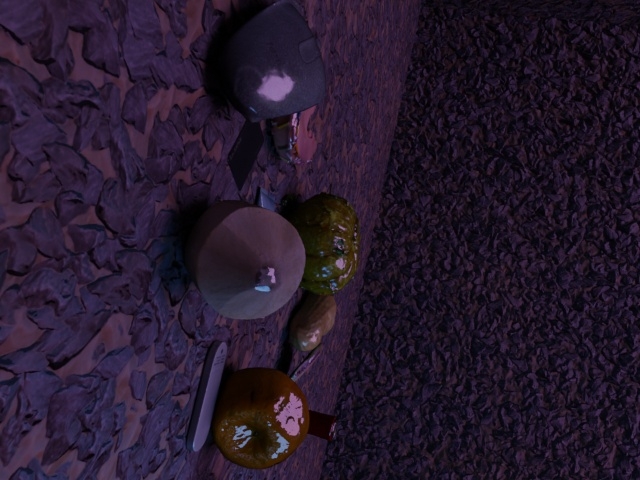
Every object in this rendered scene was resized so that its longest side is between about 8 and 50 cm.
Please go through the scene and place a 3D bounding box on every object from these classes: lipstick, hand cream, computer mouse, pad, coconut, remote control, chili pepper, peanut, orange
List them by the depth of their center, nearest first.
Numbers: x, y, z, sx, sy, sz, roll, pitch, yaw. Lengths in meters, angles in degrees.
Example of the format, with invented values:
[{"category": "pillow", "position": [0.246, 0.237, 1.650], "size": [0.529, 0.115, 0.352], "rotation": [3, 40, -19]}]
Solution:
[{"category": "coconut", "position": [-0.132, 0.033, 0.860], "size": [0.222, 0.202, 0.201], "rotation": [30, -65, 57]}, {"category": "computer mouse", "position": [-0.062, -0.351, 0.944], "size": [0.203, 0.114, 0.373], "rotation": [62, 34, -23]}, {"category": "pad", "position": [-0.158, -0.197, 1.046], "size": [0.112, 0.003, 0.157], "rotation": [79, 26, -58]}, {"category": "remote control", "position": [-0.252, 0.345, 1.084], "size": [0.077, 0.022, 0.244], "rotation": [33, 69, -78]}, {"category": "hand cream", "position": [-0.152, 0.029, 1.178], "size": [0.111, 0.070, 0.311], "rotation": [38, 57, -74]}, {"category": "orange", "position": [-0.142, 0.424, 1.196], "size": [0.183, 0.249, 0.248], "rotation": [-89, -175, -71]}, {"category": "chili pepper", "position": [-0.090, -0.116, 1.366], "size": [0.027, 0.022, 0.083], "rotation": [66, 21, -6]}, {"category": "orange", "position": [0.000, 0.000, 1.416], "size": [0.300, 0.224, 0.301], "rotation": [79, 20, -48]}, {"category": "lipstick", "position": [-0.067, 0.579, 1.574], "size": [0.080, 0.242, 0.080], "rotation": [11, 90, -76]}, {"category": "peanut", "position": [-0.021, 0.288, 1.742], "size": [0.319, 0.148, 0.147], "rotation": [-59, 157, -62]}]

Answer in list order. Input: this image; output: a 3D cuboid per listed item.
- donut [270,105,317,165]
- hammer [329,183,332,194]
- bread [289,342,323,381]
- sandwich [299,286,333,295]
[{"category": "donut", "position": [-0.061, -0.294, 1.186], "size": [0.199, 0.085, 0.232], "rotation": [-52, 151, -63]}, {"category": "hammer", "position": [0.034, -0.175, 1.821], "size": [0.019, 0.036, 0.110], "rotation": [87, 11, -50]}, {"category": "bread", "position": [-0.066, 0.448, 1.699], "size": [0.228, 0.033, 0.228], "rotation": [-47, 172, -9]}, {"category": "sandwich", "position": [-0.005, 0.131, 1.727], "size": [0.235, 0.122, 0.128], "rotation": [-59, 154, -48]}]
